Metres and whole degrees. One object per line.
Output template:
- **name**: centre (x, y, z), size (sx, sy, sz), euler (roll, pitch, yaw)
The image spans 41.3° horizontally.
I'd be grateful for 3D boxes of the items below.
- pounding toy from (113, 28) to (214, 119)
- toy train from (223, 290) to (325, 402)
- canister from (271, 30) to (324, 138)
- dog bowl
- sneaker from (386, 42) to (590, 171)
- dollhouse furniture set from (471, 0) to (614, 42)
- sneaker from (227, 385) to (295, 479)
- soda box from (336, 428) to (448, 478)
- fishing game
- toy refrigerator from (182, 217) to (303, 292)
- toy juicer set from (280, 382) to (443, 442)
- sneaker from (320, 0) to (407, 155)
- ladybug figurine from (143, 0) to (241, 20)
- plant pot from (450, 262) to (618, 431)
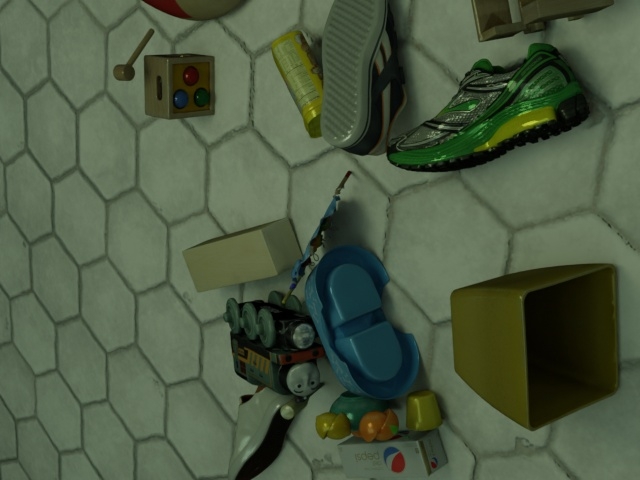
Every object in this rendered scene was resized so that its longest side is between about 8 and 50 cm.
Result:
- **pounding toy**: centre (-0.321, -0.347, 1.769), size (0.094, 0.206, 0.181), euler (16, 112, 39)
- **toy train**: centre (-0.092, 0.211, 1.718), size (0.334, 0.142, 0.190), euler (7, 105, 64)
- **canister**: centre (-0.026, -0.290, 1.579), size (0.126, 0.073, 0.169), euler (76, 168, -79)
- **dog bowl**: centre (0.071, 0.157, 1.589), size (0.074, 0.166, 0.297), euler (-30, 81, 55)
- **sneaker**: centre (0.252, -0.201, 1.358), size (0.344, 0.134, 0.146), euler (-21, 80, 35)
- **dollhouse furniture set**: centre (0.312, -0.374, 1.228), size (0.151, 0.144, 0.123), euler (-170, 68, -79)
- **sneaker**: centre (-0.145, 0.420, 1.903), size (0.123, 0.106, 0.290), euler (47, 121, 35)
- **soda box**: centre (0.137, 0.417, 1.655), size (0.216, 0.069, 0.073), euler (-17, 90, 43)
- **fishing game**: centre (0.000, 0.000, 1.604), size (0.041, 0.189, 0.264), euler (27, 113, 2)
- **toy refrigerator**: centre (-0.167, 0.033, 1.814), size (0.270, 0.094, 0.102), euler (-15, 98, 44)
- **toy juicer set**: centre (0.050, 0.344, 1.617), size (0.329, 0.209, 0.089), euler (-2, 98, 43)
- **sneaker**: centre (0.078, -0.300, 1.488), size (0.126, 0.127, 0.320), euler (-2, 75, 41)
- **ladybug figurine**: centre (-0.324, -0.616, 1.729), size (0.449, 0.162, 0.305), euler (32, 122, 32)
- **plant pot**: centre (0.322, 0.146, 1.333), size (0.187, 0.212, 0.212), euler (11, 109, 55)
